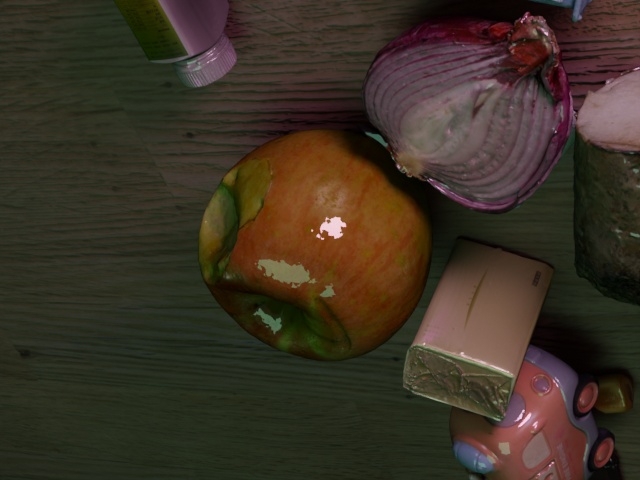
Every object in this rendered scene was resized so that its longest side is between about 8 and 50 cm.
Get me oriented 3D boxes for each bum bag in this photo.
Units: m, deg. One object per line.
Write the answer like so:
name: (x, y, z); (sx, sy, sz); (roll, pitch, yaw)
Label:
bum bag: (0.473, 0.410, 2.301); (0.109, 0.026, 0.159); (3, 140, 28)

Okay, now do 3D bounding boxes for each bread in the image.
bread: (0.448, 0.243, 2.110); (0.103, 0.049, 0.062); (-14, 98, 42)

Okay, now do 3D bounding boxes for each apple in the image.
apple: (0.000, 0.000, 1.915); (0.340, 0.339, 0.339); (16, 139, 15)

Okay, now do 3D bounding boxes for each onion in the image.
onion: (0.224, -0.201, 1.670); (0.267, 0.159, 0.349); (43, 142, -7)

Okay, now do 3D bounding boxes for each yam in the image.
yam: (0.414, -0.062, 1.691); (0.195, 0.195, 0.300); (10, 136, 22)

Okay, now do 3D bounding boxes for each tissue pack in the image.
tissue pack: (0.235, 0.127, 1.966); (0.159, 0.234, 0.125); (18, 138, 11)

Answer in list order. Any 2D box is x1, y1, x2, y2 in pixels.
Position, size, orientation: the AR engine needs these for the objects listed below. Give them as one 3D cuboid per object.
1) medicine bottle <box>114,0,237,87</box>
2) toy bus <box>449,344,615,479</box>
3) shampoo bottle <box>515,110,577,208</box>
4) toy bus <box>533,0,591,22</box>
medicine bottle: (-0.193, -0.310, 1.827); (0.088, 0.132, 0.188); (-3, 132, 33)
toy bus: (0.309, 0.304, 2.086); (0.194, 0.232, 0.287); (27, 151, 43)
shampoo bottle: (0.295, -0.112, 1.825); (0.069, 0.041, 0.190); (25, 141, 2)
toy bus: (0.245, -0.413, 1.447); (0.190, 0.152, 0.312); (17, 139, 14)
